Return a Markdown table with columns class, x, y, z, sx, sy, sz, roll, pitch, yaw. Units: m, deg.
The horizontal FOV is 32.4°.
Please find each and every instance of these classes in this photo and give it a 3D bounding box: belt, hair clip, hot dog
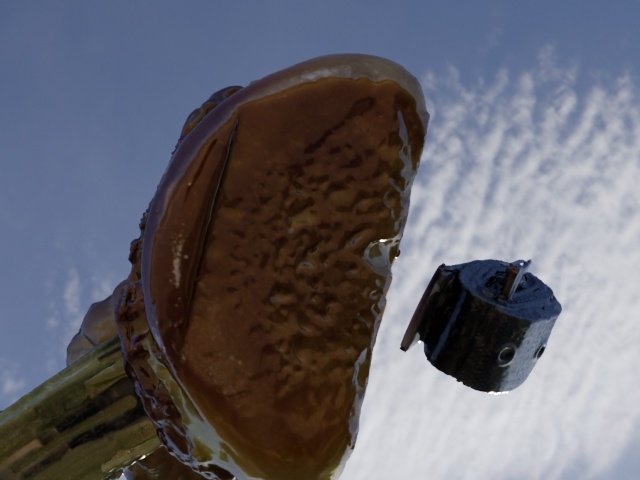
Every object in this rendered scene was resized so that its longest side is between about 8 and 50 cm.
| class | x | y | z | sx | sy | sz | roll | pitch | yaw |
| --- | --- | --- | --- | --- | --- | --- | --- | --- | --- |
| belt | 0.186 | 0.074 | 1.158 | 0.122 | 0.218 | 0.129 | 30 | -77 | 19 |
| hair clip | -0.253 | 0.191 | 1.116 | 0.321 | 0.091 | 0.138 | -32 | -73 | 2 |
| hot dog | -0.054 | 0.018 | 0.971 | 0.223 | 0.185 | 0.405 | 17 | -103 | -14 |

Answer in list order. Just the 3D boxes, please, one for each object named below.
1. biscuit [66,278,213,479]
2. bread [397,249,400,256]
| class | x | y | z | sx | sy | sz | roll | pitch | yaw |
| --- | --- | --- | --- | --- | --- | --- | --- | --- | --- |
| biscuit | -0.138 | 0.182 | 1.268 | 0.325 | 0.107 | 0.326 | 1 | -66 | 3 |
| bread | -0.001 | 0.002 | 1.257 | 0.084 | 0.344 | 0.124 | -44 | -67 | -21 |
